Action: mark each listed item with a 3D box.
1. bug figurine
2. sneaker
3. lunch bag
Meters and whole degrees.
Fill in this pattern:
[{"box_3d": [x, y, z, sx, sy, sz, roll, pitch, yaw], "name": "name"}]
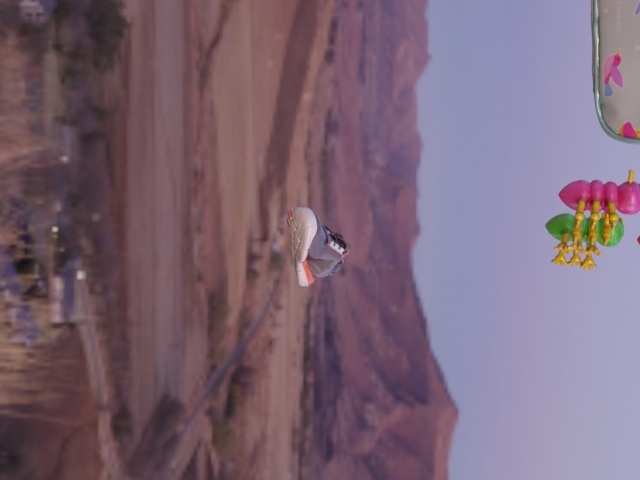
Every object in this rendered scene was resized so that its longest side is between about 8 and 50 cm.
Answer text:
[{"box_3d": [0.363, -0.021, 1.227, 0.279, 0.216, 0.072, 69, 25, -75], "name": "bug figurine"}, {"box_3d": [0.000, 0.000, 1.239, 0.158, 0.064, 0.061, 93, -17, -70], "name": "sneaker"}, {"box_3d": [0.393, -0.235, 1.125, 0.108, 0.224, 0.279, -14, 105, -54], "name": "lunch bag"}]
